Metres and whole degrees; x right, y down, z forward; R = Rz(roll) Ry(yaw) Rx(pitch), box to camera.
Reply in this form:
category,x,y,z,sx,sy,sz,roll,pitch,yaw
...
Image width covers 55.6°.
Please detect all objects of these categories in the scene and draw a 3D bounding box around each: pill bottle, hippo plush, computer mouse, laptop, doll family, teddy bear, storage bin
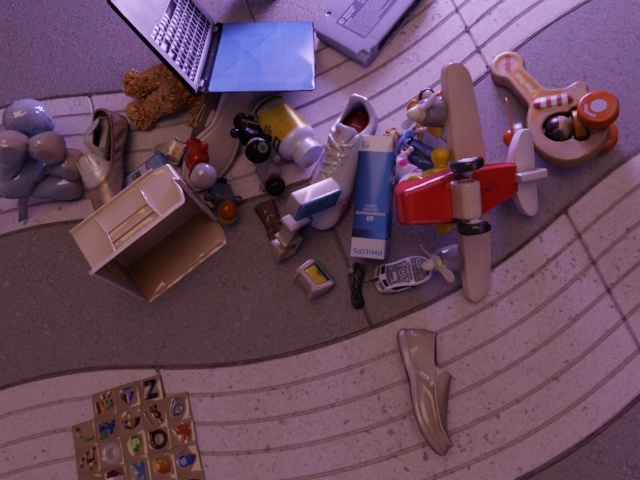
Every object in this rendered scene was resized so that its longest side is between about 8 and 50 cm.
category,x,y,z,sx,sy,sz,roll,pitch,yaw
pill bottle,-0.080,-0.264,1.486,0.103,0.103,0.184,-40,69,-4
hippo plush,-0.734,-0.225,1.570,0.294,0.235,0.236,-51,42,36
computer mouse,0.158,0.087,1.364,0.193,0.042,0.105,-12,66,12
laptop,-0.226,-0.532,1.425,0.236,0.408,0.381,-28,37,22
doll family,0.236,-0.239,1.432,0.163,0.118,0.262,36,100,12
teddy bear,-0.363,-0.407,1.581,0.338,0.113,0.244,3,75,11
storage bin,-0.372,-0.010,1.373,0.260,0.262,0.123,-38,68,-3

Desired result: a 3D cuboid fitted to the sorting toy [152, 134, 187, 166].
category,x,y,z,sx,sy,sz,roll,pitch,yaw
sorting toy,-0.375,-0.237,1.566,0.083,0.045,0.075,22,70,17

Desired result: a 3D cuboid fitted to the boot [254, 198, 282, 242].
category,x,y,z,sx,sy,sz,roll,pitch,yaw
boot,-0.096,-0.062,1.462,0.107,0.037,0.114,-26,65,-1

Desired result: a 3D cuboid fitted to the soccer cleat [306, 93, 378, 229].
category,x,y,z,sx,sy,sz,roll,pitch,yaw
soccer cleat,0.038,-0.190,1.419,0.116,0.143,0.331,18,77,15

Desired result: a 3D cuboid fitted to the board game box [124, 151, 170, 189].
category,x,y,z,sx,sy,sz,roll,pitch,yaw
board game box,-0.446,-0.095,1.512,0.212,0.039,0.160,-34,69,10

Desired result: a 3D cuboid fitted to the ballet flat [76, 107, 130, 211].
category,x,y,z,sx,sy,sz,roll,pitch,yaw
ballet flat,-0.553,-0.205,1.519,0.108,0.106,0.315,-23,54,22

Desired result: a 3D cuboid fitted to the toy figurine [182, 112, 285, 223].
category,x,y,z,sx,sy,sz,roll,pitch,yaw
toy figurine,-0.194,-0.163,1.414,0.213,0.209,0.148,-26,50,-3

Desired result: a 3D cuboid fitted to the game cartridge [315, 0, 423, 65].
category,x,y,z,sx,sy,sz,roll,pitch,yaw
game cartridge,0.131,-0.611,1.588,0.196,0.060,0.294,37,82,15

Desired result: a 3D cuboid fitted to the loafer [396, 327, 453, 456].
category,x,y,z,sx,sy,sz,roll,pitch,yaw
loafer,0.230,0.301,1.248,0.092,0.102,0.268,-18,69,10

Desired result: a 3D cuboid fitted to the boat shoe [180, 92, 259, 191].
category,x,y,z,sx,sy,sz,roll,pitch,yaw
boat shoe,-0.262,-0.277,1.516,0.097,0.117,0.324,35,101,51

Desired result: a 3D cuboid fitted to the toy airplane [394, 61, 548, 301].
category,x,y,z,sx,sy,sz,roll,pitch,yaw
toy airplane,0.293,-0.116,1.278,0.273,0.384,0.385,0,60,42

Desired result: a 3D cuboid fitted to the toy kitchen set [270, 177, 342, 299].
category,x,y,z,sx,sy,sz,roll,pitch,yaw
toy kitchen set,0.000,0.000,1.349,0.122,0.207,0.166,-26,66,-36

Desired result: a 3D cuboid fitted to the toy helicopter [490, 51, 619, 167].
category,x,y,z,sx,sy,sz,roll,pitch,yaw
toy helicopter,0.497,-0.303,1.403,0.235,0.140,0.355,-34,59,8

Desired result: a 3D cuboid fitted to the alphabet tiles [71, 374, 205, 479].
category,x,y,z,sx,sy,sz,roll,pitch,yaw
alphabet tiles,-0.407,0.488,1.352,0.285,0.011,0.342,-18,70,4

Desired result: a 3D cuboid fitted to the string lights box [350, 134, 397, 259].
category,x,y,z,sx,sy,sz,roll,pitch,yaw
string lights box,0.119,-0.094,1.337,0.077,0.133,0.259,4,94,11
